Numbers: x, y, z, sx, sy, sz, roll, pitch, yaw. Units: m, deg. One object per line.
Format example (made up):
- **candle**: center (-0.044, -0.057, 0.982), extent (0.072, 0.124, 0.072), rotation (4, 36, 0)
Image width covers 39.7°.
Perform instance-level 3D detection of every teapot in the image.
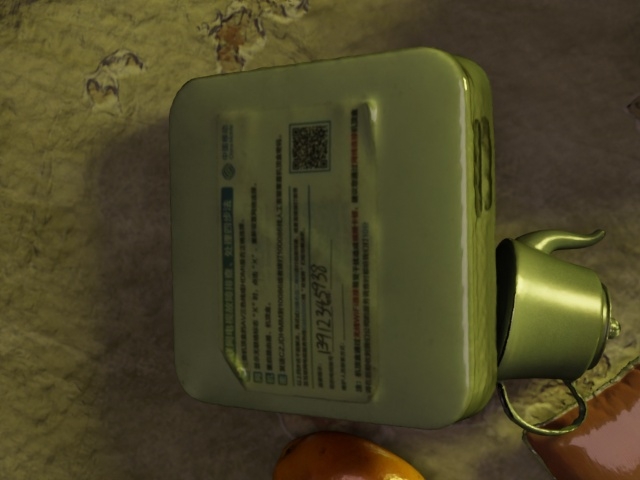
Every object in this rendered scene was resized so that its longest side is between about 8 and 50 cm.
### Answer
- **teapot**: center (0.263, 0.099, 0.998), extent (0.148, 0.162, 0.239), rotation (10, 81, -3)

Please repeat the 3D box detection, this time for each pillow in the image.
- **pillow**: center (0.350, 0.243, 1.017), extent (0.179, 0.075, 0.171), rotation (-35, 85, 8)

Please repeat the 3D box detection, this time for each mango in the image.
- **mango**: center (0.045, 0.307, 1.055), extent (0.217, 0.102, 0.141), rotation (18, 100, 11)

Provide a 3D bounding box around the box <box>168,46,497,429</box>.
- **box**: center (0.001, -0.001, 1.001), extent (0.396, 0.111, 0.396), rotation (0, 91, 32)
